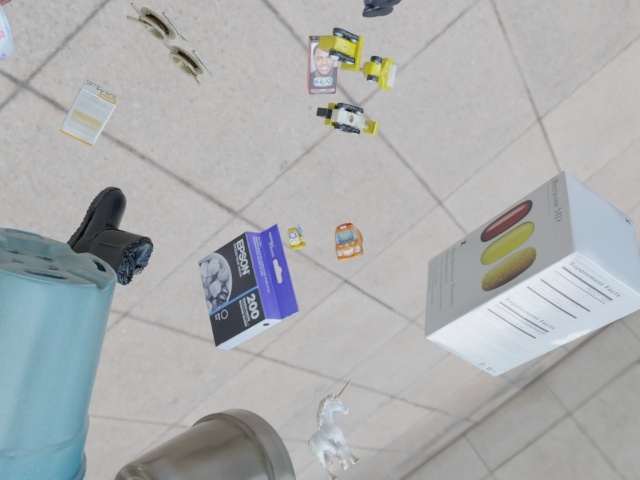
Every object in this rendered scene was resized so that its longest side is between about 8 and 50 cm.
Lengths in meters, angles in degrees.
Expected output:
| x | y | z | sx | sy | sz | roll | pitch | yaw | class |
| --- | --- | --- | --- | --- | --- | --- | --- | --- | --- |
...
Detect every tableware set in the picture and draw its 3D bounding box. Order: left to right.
| x | y | z | sx | sy | sz | roll | pitch | yaw | class |
| --- | --- | --- | --- | --- | --- | --- | --- | --- | --- |
| -0.316 | -0.404 | 1.449 | 0.039 | 0.128 | 0.194 | -54 | 141 | -11 | tableware set |

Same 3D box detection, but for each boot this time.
| x | y | z | sx | sy | sz | roll | pitch | yaw | class |
| --- | --- | --- | --- | --- | --- | --- | --- | --- | --- |
| -0.485 | -0.013 | 1.685 | 0.246 | 0.207 | 0.094 | -63 | 152 | -29 | boot |

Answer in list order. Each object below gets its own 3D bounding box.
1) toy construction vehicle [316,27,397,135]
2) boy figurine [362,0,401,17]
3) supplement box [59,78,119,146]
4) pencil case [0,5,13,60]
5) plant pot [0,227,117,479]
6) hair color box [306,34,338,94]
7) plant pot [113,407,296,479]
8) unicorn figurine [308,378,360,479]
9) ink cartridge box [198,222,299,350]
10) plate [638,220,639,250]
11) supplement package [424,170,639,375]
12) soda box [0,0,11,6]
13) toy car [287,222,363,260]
| x | y | z | sx | sy | sz | roll | pitch | yaw | class |
| --- | --- | --- | --- | --- | --- | --- | --- | --- | --- |
| 0.027 | -0.140 | 0.631 | 0.098 | 0.035 | 0.086 | 0 | 100 | -51 | toy construction vehicle |
| 0.107 | -0.687 | 1.684 | 0.092 | 0.285 | 0.177 | -10 | 168 | -22 | boy figurine |
| -0.395 | -0.217 | 1.184 | 0.062 | 0.036 | 0.098 | 27 | 122 | -25 | supplement box |
| -0.594 | -0.289 | 1.007 | 0.273 | 0.113 | 0.124 | -27 | 131 | -28 | pencil case |
| -0.480 | 0.173 | 1.055 | 0.341 | 0.341 | 0.334 | 11 | 102 | -51 | plant pot |
| 0.005 | -0.433 | 1.717 | 0.072 | 0.043 | 0.141 | -5 | 131 | -8 | hair color box |
| -0.255 | 0.522 | 1.399 | 0.280 | 0.323 | 0.323 | 4 | 131 | -51 | plant pot |
| 0.019 | 0.318 | 1.119 | 0.060 | 0.111 | 0.162 | -12 | 150 | -47 | unicorn figurine |
| -0.154 | 0.093 | 1.432 | 0.208 | 0.206 | 0.045 | -30 | 151 | 27 | ink cartridge box |
| 0.556 | -0.017 | 1.077 | 0.045 | 0.278 | 0.277 | -5 | 127 | 12 | plate |
| 0.265 | 0.050 | 0.888 | 0.134 | 0.139 | 0.244 | 30 | 135 | -21 | supplement package |
| -0.732 | -0.431 | 1.316 | 0.263 | 0.092 | 0.083 | -33 | -169 | 1 | soda box |
| 0.000 | 0.000 | 0.899 | 0.060 | 0.122 | 0.041 | -57 | 136 | -52 | toy car |
